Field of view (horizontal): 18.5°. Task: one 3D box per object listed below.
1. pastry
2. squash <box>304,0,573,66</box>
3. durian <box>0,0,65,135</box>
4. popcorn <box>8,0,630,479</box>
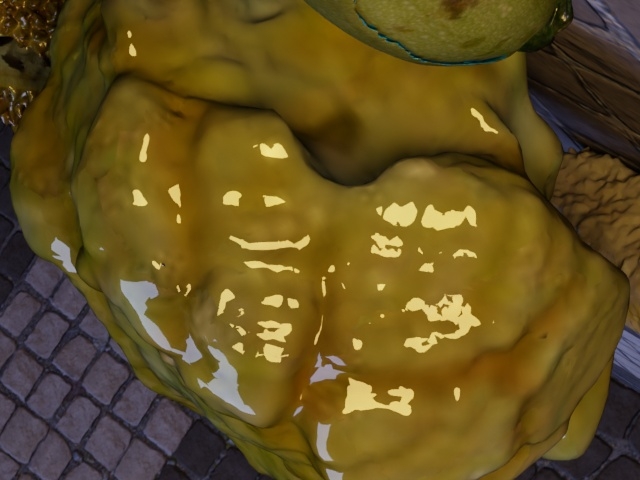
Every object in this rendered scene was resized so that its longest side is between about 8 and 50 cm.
[{"bbox_3d":[0.198,0.021,1.084,0.121,0.089,0.258,38,175,-27],"label":"pastry"},{"bbox_3d":[0.023,-0.113,0.646,0.094,0.094,0.341,33,179,21],"label":"squash"},{"bbox_3d":[-0.141,-0.181,1.177,0.193,0.138,0.237,59,-162,-66],"label":"durian"},{"bbox_3d":[-0.012,0.001,1.006,0.294,0.292,0.334,-4,-132,-28],"label":"popcorn"}]
